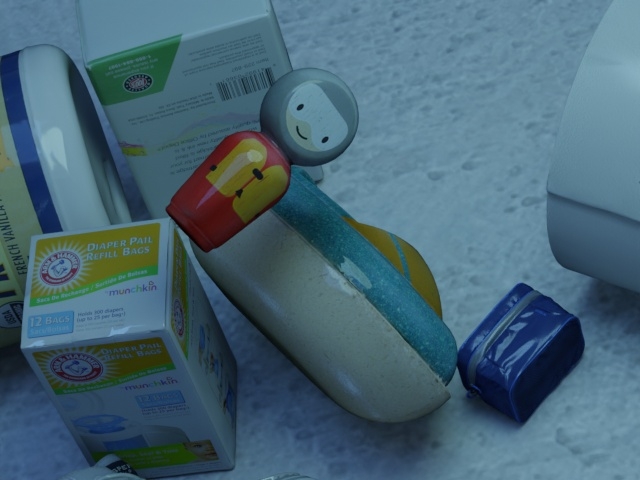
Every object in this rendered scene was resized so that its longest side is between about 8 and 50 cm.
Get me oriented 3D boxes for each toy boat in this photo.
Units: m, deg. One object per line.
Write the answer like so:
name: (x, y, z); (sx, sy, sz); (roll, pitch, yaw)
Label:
toy boat: (0.000, 0.000, 1.394); (0.148, 0.318, 0.267); (-44, 59, -6)

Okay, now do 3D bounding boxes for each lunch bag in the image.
lunch bag: (0.147, 0.086, 1.455); (0.065, 0.067, 0.098); (33, 69, 32)

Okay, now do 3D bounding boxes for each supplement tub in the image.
supplement tub: (-0.324, -0.010, 1.537); (0.316, 0.228, 0.228); (-18, 52, 1)

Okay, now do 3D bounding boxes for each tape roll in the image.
tape roll: (0.295, -0.069, 1.424); (0.169, 0.246, 0.246); (20, 61, 26)

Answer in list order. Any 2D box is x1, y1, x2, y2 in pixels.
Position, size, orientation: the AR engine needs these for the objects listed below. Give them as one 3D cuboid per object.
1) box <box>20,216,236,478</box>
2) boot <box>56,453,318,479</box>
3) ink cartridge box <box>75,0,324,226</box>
box: (-0.141, 0.086, 1.437); (0.114, 0.203, 0.103); (-7, 53, 8)
boot: (-0.128, 0.205, 1.414); (0.258, 0.095, 0.123); (-24, 59, -4)
ink cartridge box: (-0.097, -0.122, 1.577); (0.154, 0.212, 0.093); (-17, 49, 2)
